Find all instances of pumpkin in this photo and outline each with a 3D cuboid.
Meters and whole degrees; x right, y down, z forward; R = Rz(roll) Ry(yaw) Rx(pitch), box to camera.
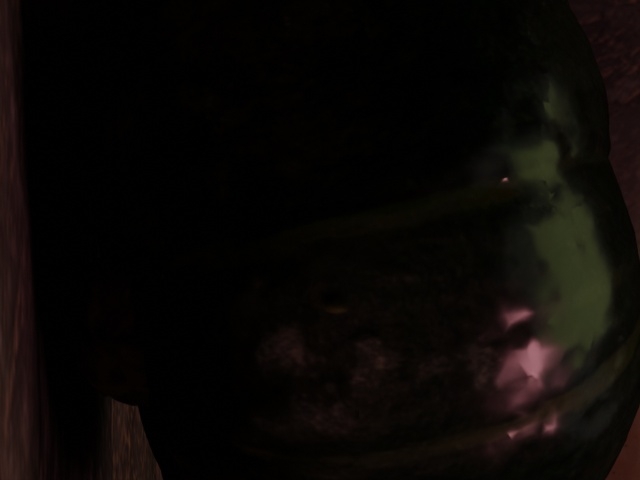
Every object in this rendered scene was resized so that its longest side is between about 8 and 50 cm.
[{"bbox_3d":[0.000,0.000,0.681,0.300,0.207,0.300,164,-90,-82],"label":"pumpkin"}]
